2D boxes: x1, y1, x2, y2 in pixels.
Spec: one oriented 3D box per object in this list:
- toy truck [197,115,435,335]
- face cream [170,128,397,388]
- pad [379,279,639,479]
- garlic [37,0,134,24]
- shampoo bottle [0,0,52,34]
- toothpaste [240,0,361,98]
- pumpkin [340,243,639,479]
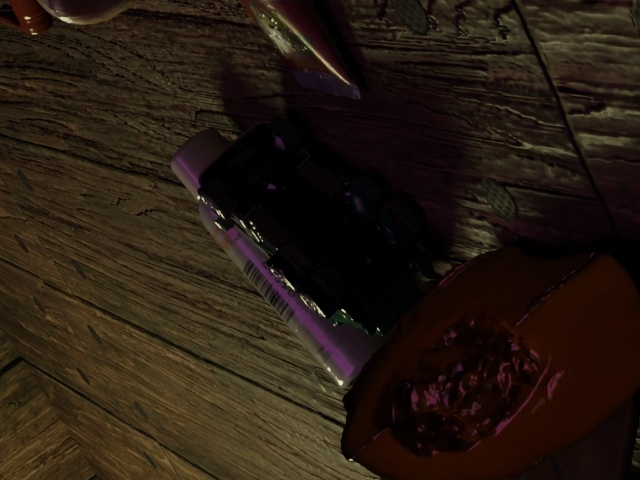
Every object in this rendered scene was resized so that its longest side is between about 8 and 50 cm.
[{"bbox_3d":[0.000,0.000,1.346,0.216,0.110,0.116,39,166,34],"label":"toy truck"},{"bbox_3d":[-0.036,0.011,1.472,0.269,0.082,0.082,48,160,11],"label":"face cream"},{"bbox_3d":[0.131,0.193,1.250,0.284,0.018,0.286,20,103,57],"label":"pad"},{"bbox_3d":[-0.192,-0.266,1.326,0.099,0.124,0.174,63,-169,-69],"label":"garlic"},{"bbox_3d":[-0.313,-0.300,1.573,0.085,0.085,0.244,39,155,36],"label":"shampoo bottle"},{"bbox_3d":[-0.045,-0.202,1.198,0.089,0.057,0.234,21,150,54],"label":"toothpaste"},{"bbox_3d":[0.141,0.072,1.168,0.111,0.163,0.278,36,123,-16],"label":"pumpkin"}]
